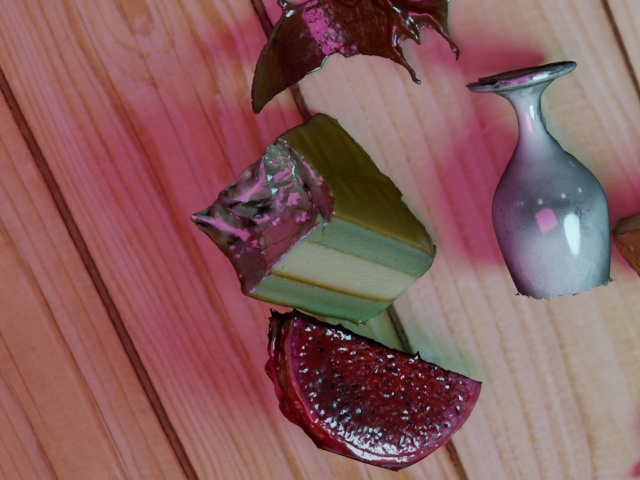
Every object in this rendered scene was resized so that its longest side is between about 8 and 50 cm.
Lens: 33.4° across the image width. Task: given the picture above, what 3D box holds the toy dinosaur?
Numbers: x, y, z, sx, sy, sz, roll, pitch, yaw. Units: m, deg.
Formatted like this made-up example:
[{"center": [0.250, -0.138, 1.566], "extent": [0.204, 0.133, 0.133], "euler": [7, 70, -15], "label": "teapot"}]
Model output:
[{"center": [0.074, -0.263, 1.133], "extent": [0.327, 0.113, 0.207], "euler": [-6, 105, 18], "label": "toy dinosaur"}]

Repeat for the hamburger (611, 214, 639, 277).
[{"center": [0.411, 0.008, 1.091], "extent": [0.207, 0.135, 0.155], "euler": [-18, 97, 23], "label": "hamburger"}]

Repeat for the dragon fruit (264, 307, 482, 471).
[{"center": [0.035, 0.177, 1.217], "extent": [0.261, 0.189, 0.163], "euler": [25, 128, -16], "label": "dragon fruit"}]

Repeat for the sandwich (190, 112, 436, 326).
[{"center": [0.000, 0.000, 1.191], "extent": [0.227, 0.198, 0.155], "euler": [48, 114, 0], "label": "sandwich"}]

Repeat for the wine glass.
[{"center": [0.235, -0.064, 1.134], "extent": [0.126, 0.126, 0.241], "euler": [-8, 102, 21], "label": "wine glass"}]
